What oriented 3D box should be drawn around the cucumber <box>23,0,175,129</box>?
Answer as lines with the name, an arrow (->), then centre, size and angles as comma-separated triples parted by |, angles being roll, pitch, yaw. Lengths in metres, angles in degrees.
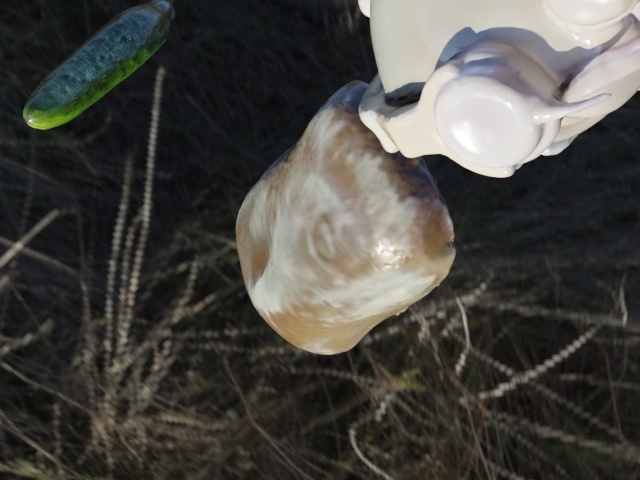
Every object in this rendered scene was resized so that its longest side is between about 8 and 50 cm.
cucumber -> -0.210, -0.176, 1.475 | 0.056, 0.056, 0.250 | 28, 49, 18

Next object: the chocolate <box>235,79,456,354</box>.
chocolate -> -0.002, -0.001, 1.139 | 0.080, 0.254, 0.157 | -24, 80, -28

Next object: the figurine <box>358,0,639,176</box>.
figurine -> 0.106, -0.086, 0.560 | 0.237, 0.141, 0.162 | -9, 31, 49
